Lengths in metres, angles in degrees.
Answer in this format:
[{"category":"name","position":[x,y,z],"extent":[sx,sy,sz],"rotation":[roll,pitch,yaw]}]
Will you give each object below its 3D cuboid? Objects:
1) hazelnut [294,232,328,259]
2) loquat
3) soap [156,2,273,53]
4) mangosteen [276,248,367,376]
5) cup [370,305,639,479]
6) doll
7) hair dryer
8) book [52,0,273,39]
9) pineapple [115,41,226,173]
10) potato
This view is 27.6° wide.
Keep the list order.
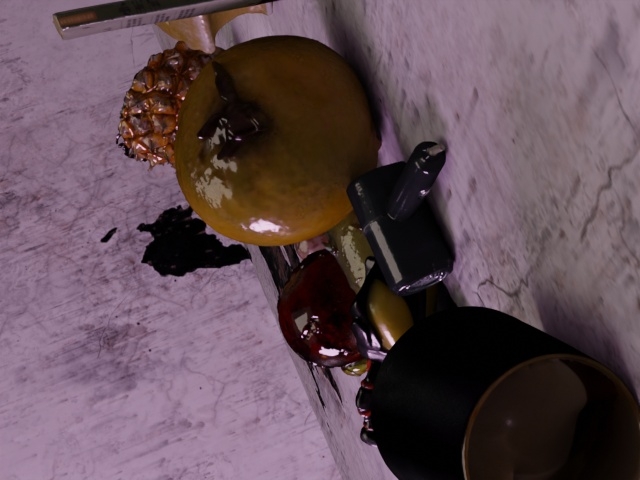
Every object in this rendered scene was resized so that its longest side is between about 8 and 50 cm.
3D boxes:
[{"category":"hazelnut","position":[0.000,0.000,1.863],"extent":[0.086,0.086,0.086],"rotation":[159,90,-82]},{"category":"loquat","position":[-0.051,-0.107,1.393],"extent":[0.244,0.244,0.243],"rotation":[159,90,-82]},{"category":"soap","position":[-0.208,-0.437,1.643],"extent":[0.293,0.156,0.335],"rotation":[45,161,26]},{"category":"mangosteen","position":[0.031,0.099,1.683],"extent":[0.180,0.166,0.166],"rotation":[45,178,-15]},{"category":"cup","position":[0.176,0.153,1.001],"extent":[0.166,0.239,0.177],"rotation":[-70,15,-3]},{"category":"doll","position":[0.080,0.103,1.407],"extent":[0.127,0.088,0.248],"rotation":[-71,-17,-64]},{"category":"hair dryer","position":[0.092,-0.038,1.241],"extent":[0.124,0.072,0.219],"rotation":[64,163,17]},{"category":"book","position":[-0.126,-0.242,1.322],"extent":[0.201,0.290,0.026],"rotation":[-149,48,-76]},{"category":"pineapple","position":[-0.163,-0.170,2.177],"extent":[0.272,0.262,0.262],"rotation":[39,159,24]},{"category":"potato","position":[0.057,0.018,1.507],"extent":[0.188,0.085,0.105],"rotation":[62,173,13]}]
